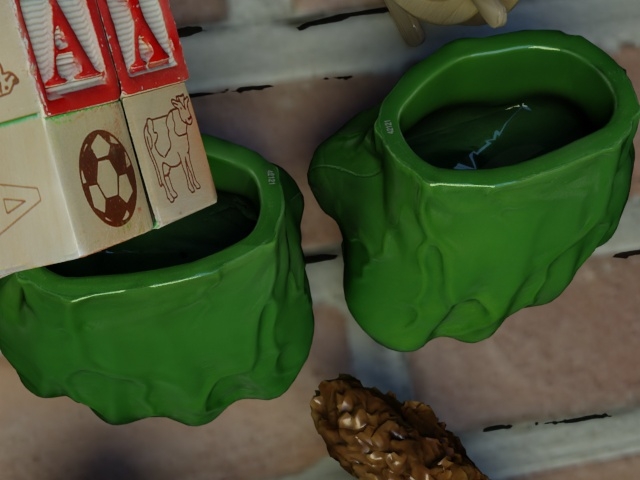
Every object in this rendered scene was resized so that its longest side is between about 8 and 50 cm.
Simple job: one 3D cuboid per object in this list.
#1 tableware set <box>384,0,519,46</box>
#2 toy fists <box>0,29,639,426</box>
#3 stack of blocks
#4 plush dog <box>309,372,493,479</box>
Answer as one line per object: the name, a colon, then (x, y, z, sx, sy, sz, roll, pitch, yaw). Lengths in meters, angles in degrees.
tableware set: (0.019, -0.171, 0.626, 0.039, 0.128, 0.194, -36, 101, -33)
toy fists: (0.000, 0.000, 0.636, 0.279, 0.142, 0.096, -17, 57, -12)
stack of blocks: (-0.201, -0.057, 0.523, 0.297, 0.087, 0.171, -11, 98, 26)
plush dog: (0.023, 0.190, 0.624, 0.225, 0.211, 0.262, -44, 133, -36)
